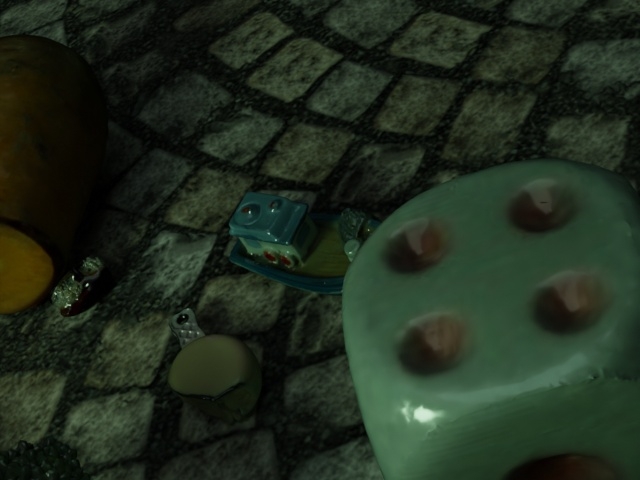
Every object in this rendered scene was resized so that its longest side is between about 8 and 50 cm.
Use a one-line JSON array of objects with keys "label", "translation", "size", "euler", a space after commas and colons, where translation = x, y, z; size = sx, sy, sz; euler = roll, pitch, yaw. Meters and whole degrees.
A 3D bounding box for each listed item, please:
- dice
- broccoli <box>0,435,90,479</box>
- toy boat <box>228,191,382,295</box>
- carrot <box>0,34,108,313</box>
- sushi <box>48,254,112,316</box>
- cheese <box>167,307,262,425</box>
[{"label": "dice", "translation": [0.181, 0.109, 1.189], "size": [0.268, 0.265, 0.262], "euler": [-19, 43, 12]}, {"label": "broccoli", "translation": [-0.296, 0.344, 1.219], "size": [0.277, 0.338, 0.317], "euler": [-13, 13, -25]}, {"label": "toy boat", "translation": [0.000, 0.000, 1.517], "size": [0.238, 0.098, 0.109], "euler": [10, 58, 34]}, {"label": "carrot", "translation": [-0.385, -0.093, 1.722], "size": [0.224, 0.224, 0.341], "euler": [-14, 48, 16]}, {"label": "sushi", "translation": [-0.284, 0.060, 1.663], "size": [0.046, 0.044, 0.083], "euler": [38, 74, 23]}, {"label": "cheese", "translation": [-0.129, 0.135, 1.491], "size": [0.092, 0.047, 0.171], "euler": [-43, 44, -19]}]
